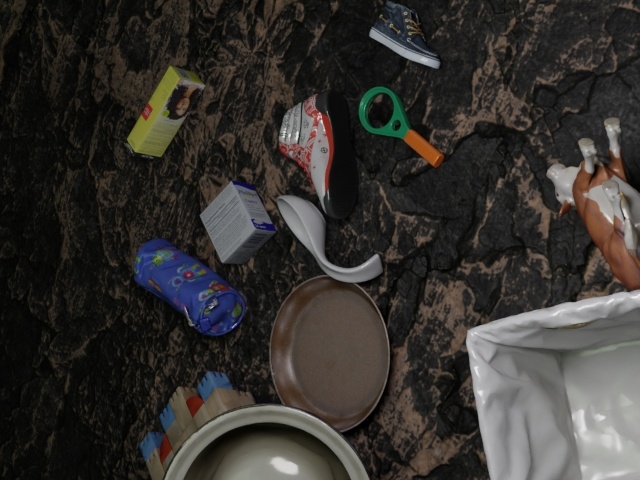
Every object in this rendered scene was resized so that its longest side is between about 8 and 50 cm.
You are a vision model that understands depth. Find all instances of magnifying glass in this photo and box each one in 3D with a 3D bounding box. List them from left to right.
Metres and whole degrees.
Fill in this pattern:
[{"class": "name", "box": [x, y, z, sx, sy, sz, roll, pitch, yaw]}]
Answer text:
[{"class": "magnifying glass", "box": [0.156, -0.217, 1.792, 0.231, 0.026, 0.092, 47, 115, 35]}]

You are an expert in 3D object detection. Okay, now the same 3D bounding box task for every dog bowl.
[{"class": "dog bowl", "box": [-0.089, 0.504, 1.730, 0.408, 0.150, 0.408, -1, 85, 7]}]

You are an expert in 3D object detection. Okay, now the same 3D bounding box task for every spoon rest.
[{"class": "spoon rest", "box": [0.000, 0.000, 1.840, 0.084, 0.137, 0.276, -40, 52, -18]}]

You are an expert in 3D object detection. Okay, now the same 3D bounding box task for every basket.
[{"class": "basket", "box": [0.434, 0.258, 1.345, 0.328, 0.266, 0.331, -18, 73, 38]}]

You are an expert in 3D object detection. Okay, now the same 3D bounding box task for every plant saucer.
[{"class": "plant saucer", "box": [0.024, 0.225, 1.840, 0.310, 0.050, 0.311, -5, 82, 39]}]

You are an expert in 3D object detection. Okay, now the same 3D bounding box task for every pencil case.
[{"class": "pencil case", "box": [-0.304, 0.106, 2.080, 0.306, 0.133, 0.119, 31, 138, 39]}]

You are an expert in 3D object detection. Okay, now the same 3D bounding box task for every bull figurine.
[{"class": "bull figurine", "box": [0.434, -0.059, 1.387, 0.101, 0.188, 0.310, -18, 41, -3]}]

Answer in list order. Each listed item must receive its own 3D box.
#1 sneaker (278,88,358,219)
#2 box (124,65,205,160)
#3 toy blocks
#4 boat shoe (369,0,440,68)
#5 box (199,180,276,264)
[{"class": "sneaker", "box": [-0.009, -0.162, 1.885, 0.145, 0.090, 0.270, -15, 75, 43]}, {"class": "box", "box": [-0.373, -0.300, 2.209, 0.232, 0.087, 0.058, -54, 55, 24]}, {"class": "toy blocks", "box": [-0.255, 0.430, 1.994, 0.381, 0.190, 0.261, -55, 44, 22]}, {"class": "boat shoe", "box": [0.171, -0.396, 1.768, 0.183, 0.065, 0.083, 39, 112, 37]}, {"class": "box", "box": [-0.181, -0.038, 2.027, 0.126, 0.072, 0.137, -43, 61, 29]}]
